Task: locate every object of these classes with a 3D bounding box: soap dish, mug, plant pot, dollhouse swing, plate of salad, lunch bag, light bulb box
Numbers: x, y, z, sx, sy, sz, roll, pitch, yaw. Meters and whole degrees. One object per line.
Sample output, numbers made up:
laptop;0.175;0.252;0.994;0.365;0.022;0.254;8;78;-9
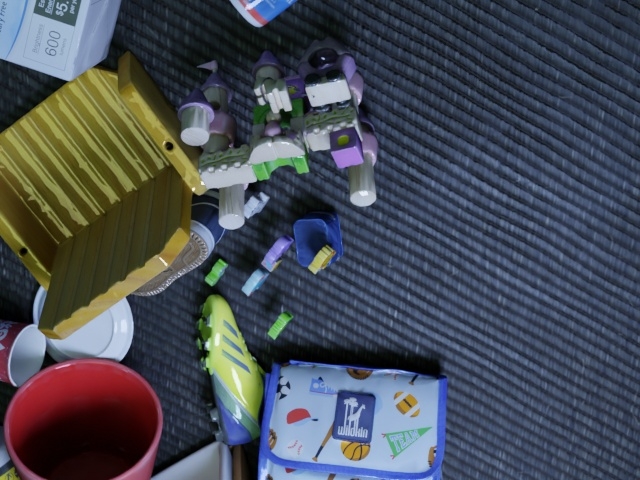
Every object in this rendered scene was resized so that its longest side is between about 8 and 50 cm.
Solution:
soap dish;-0.248;0.518;1.952;0.291;0.229;0.118;-31;120;14
mug;-0.588;0.198;1.905;0.169;0.113;0.150;11;145;16
plant pot;-0.413;0.388;1.888;0.275;0.275;0.243;10;133;2
dollhouse swing;-0.390;-0.072;1.721;0.347;0.305;0.315;-33;103;15
plate of salad;-0.425;0.142;1.927;0.200;0.048;0.200;3;102;16
lunch bag;0.000;0.000;1.834;0.067;0.065;0.098;2;107;26
light bulb box;-0.482;-0.481;1.635;0.361;0.225;0.358;18;109;-2
lunch bag;0.054;0.411;1.885;0.328;0.239;0.385;5;92;4

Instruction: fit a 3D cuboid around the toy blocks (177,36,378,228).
toy blocks;-0.067;-0.220;1.674;0.289;0.260;0.309;-9;144;10

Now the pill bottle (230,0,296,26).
pill bottle;-0.047;-0.444;1.662;0.221;0.124;0.124;-35;102;15

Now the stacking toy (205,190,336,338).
stacking toy;-0.092;0.045;1.825;0.167;0.052;0.221;40;120;10

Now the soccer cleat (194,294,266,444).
soccer cleat;-0.154;0.228;1.923;0.121;0.093;0.289;-10;106;-15

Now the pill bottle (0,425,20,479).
pill bottle;-0.607;0.532;1.999;0.188;0.188;0.334;-12;107;9

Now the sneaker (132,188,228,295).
sneaker;-0.251;-0.003;1.848;0.282;0.153;0.099;-23;116;44
